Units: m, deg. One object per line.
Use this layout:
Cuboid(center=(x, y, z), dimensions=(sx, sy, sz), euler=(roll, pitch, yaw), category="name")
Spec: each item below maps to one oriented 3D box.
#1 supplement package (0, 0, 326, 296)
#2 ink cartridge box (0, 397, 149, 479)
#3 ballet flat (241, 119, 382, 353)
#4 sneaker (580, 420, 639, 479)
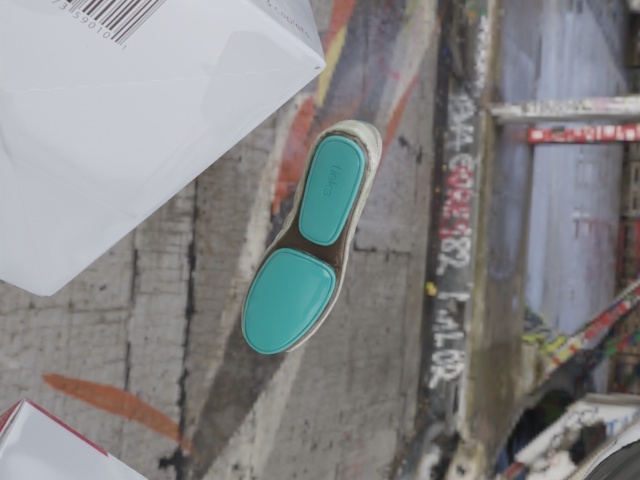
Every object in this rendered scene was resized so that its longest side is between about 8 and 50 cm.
Cuboid(center=(-0.152, -0.157, 0.470), dimensions=(0.199, 0.198, 0.262), euler=(31, 34, -39), category="supplement package")
Cuboid(center=(-0.206, 0.197, 0.659), dimensions=(0.127, 0.175, 0.072), euler=(41, 36, -21), category="ink cartridge box")
Cuboid(center=(0.000, 0.000, 0.632), dimensions=(0.168, 0.057, 0.052), euler=(-64, 171, 23), category="ballet flat")
Cuboid(center=(0.103, 0.173, 0.406), dimensions=(0.104, 0.296, 0.147), euler=(50, 30, 9), category="sneaker")
